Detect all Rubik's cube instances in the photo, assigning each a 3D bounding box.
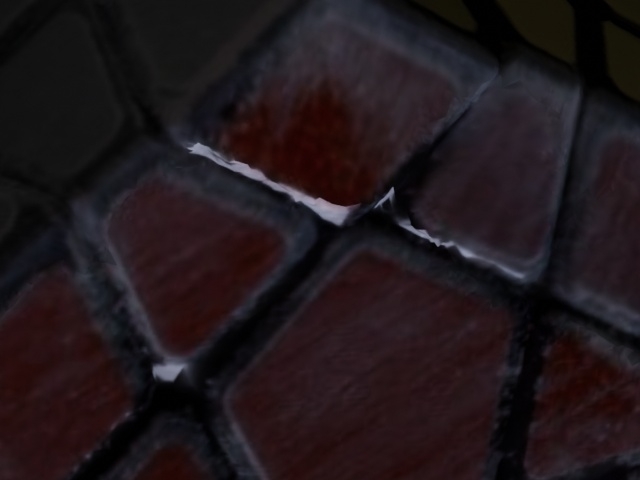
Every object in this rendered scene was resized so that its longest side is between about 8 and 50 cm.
[{"bbox_3d":[-0.039,0.001,0.541,0.319,0.319,0.264,-23,-162,52],"label":"Rubik's cube"}]
